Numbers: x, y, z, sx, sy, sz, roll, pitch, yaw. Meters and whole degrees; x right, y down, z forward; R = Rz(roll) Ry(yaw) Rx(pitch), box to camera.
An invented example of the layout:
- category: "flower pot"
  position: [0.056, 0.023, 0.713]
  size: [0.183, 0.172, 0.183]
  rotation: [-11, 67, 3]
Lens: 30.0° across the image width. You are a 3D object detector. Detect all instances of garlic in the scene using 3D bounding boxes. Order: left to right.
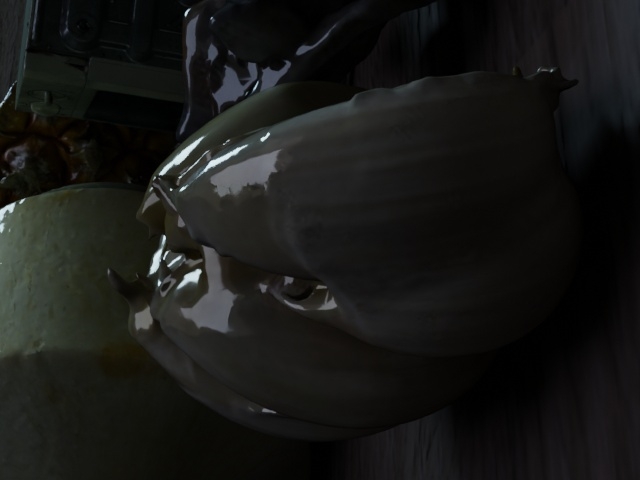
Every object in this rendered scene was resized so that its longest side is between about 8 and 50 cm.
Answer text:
- category: "garlic"
  position: [0.000, 0.015, 0.587]
  size: [0.281, 0.203, 0.185]
  rotation: [-163, 63, -70]

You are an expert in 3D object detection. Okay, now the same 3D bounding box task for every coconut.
- category: "coconut"
  position: [-0.157, 0.123, 0.894]
  size: [0.323, 0.322, 0.323]
  rotation: [-173, 90, -73]

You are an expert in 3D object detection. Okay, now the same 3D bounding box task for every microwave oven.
- category: "microwave oven"
  position: [-0.103, -0.181, 0.930]
  size: [0.145, 0.240, 0.194]
  rotation: [166, 111, -73]

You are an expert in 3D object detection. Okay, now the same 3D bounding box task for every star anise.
- category: "star anise"
  position: [0.011, -0.171, 0.727]
  size: [0.316, 0.139, 0.359]
  rotation: [-56, -3, -17]

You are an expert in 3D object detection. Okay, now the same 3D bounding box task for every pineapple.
- category: "pineapple"
  position: [-0.124, -0.127, 1.075]
  size: [0.286, 0.209, 0.344]
  rotation: [-60, -6, 29]
